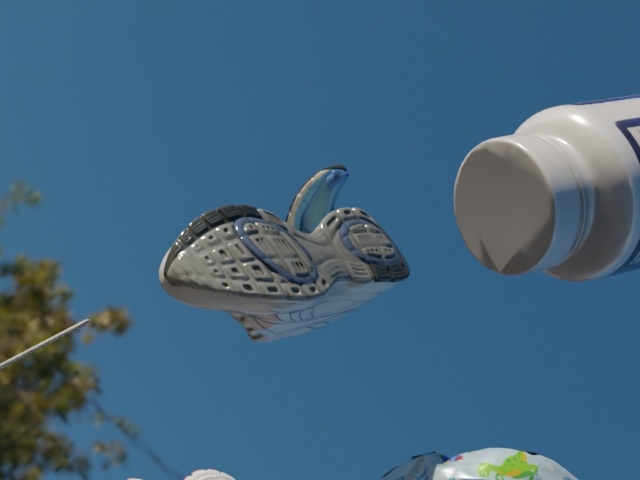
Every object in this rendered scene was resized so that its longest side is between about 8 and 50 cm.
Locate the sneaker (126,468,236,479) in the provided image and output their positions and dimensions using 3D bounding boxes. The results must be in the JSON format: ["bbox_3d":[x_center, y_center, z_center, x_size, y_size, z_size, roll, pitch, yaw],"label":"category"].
[{"bbox_3d":[-0.129,0.321,1.928,0.111,0.252,0.103,20,-82,29],"label":"sneaker"}]

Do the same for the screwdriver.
[{"bbox_3d":[-0.264,0.103,1.427,0.024,0.170,0.025,55,-14,21],"label":"screwdriver"}]

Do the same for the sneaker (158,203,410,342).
[{"bbox_3d":[-0.040,0.045,1.574,0.129,0.297,0.111,-46,-118,27],"label":"sneaker"}]

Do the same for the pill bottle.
[{"bbox_3d":[0.178,-0.033,1.101,0.112,0.187,0.112,14,-72,48],"label":"pill bottle"}]

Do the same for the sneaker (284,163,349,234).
[{"bbox_3d":[0.000,0.000,1.771,0.073,0.063,0.162,23,-77,12],"label":"sneaker"}]

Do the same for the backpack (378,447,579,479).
[{"bbox_3d":[0.180,0.351,1.671,0.290,0.273,0.355,-9,-62,25],"label":"backpack"}]
